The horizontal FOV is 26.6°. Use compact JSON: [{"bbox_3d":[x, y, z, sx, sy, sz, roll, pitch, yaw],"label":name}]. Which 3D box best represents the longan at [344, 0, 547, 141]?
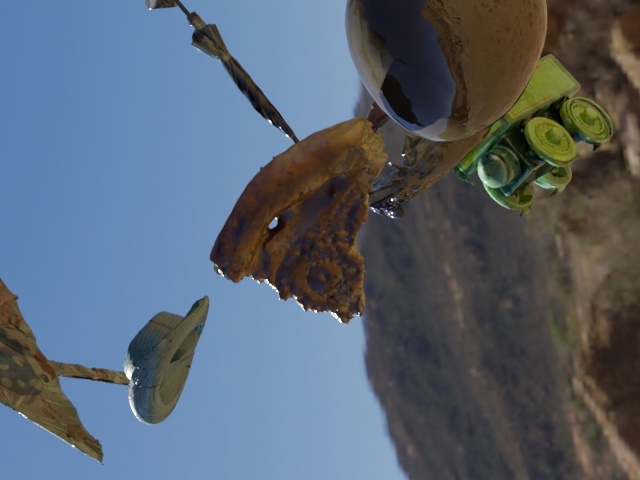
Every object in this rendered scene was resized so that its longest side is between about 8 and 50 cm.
[{"bbox_3d":[0.153,-0.253,1.621,0.258,0.258,0.258,-10,-90,-80],"label":"longan"}]

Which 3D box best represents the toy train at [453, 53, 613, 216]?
[{"bbox_3d":[0.311,-0.164,2.043,0.188,0.159,0.272,49,-136,12],"label":"toy train"}]

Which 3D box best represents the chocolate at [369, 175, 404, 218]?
[{"bbox_3d":[0.048,-0.047,1.965,0.072,0.147,0.070,61,-167,-61],"label":"chocolate"}]

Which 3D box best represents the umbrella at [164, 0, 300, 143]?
[{"bbox_3d":[-0.105,-0.208,1.631,0.269,0.044,0.044,48,155,1],"label":"umbrella"}]

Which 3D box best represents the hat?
[{"bbox_3d":[-0.204,0.140,1.708,0.138,0.078,0.190,-49,-18,-58],"label":"hat"}]

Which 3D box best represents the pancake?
[{"bbox_3d":[0.000,0.000,1.658,0.244,0.266,0.057,56,-171,-21],"label":"pancake"}]

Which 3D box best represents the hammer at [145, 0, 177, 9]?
[{"bbox_3d":[-0.358,-0.334,1.711,0.043,0.366,0.111,-142,46,-62],"label":"hammer"}]

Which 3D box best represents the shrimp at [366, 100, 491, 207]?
[{"bbox_3d":[0.133,-0.155,1.840,0.173,0.253,0.058,47,-170,-27],"label":"shrimp"}]

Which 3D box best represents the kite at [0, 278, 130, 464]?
[{"bbox_3d":[-0.367,0.161,1.766,0.314,0.011,0.335,12,-144,-51],"label":"kite"}]
